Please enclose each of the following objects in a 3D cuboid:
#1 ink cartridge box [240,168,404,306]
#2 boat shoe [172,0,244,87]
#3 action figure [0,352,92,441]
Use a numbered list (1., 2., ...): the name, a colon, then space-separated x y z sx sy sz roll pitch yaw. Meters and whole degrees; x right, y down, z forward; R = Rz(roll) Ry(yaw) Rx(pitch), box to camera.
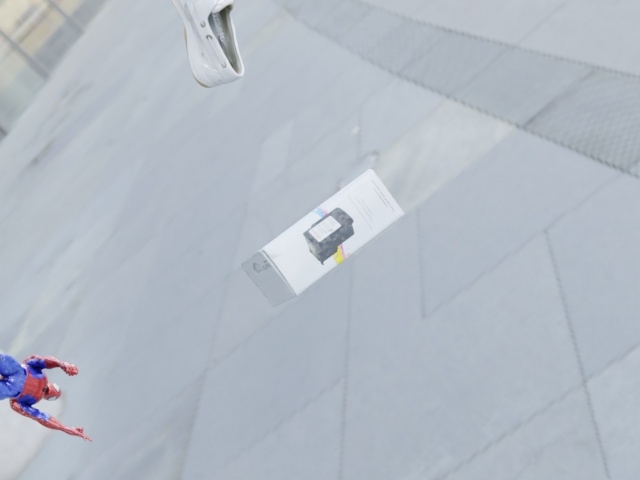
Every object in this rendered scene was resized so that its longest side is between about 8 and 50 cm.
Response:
1. ink cartridge box: 0.000 0.000 1.444 0.175 0.072 0.127 -37 2 -18
2. boat shoe: -0.187 -0.400 1.979 0.096 0.277 0.098 -5 19 35
3. action figure: -0.368 0.188 1.489 0.280 0.139 0.091 54 -127 -74
